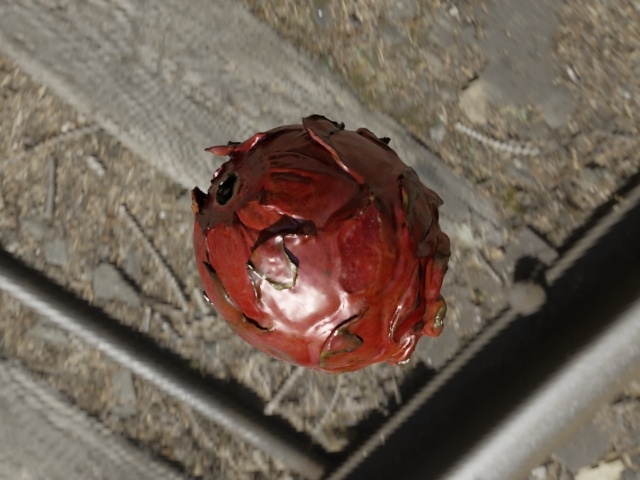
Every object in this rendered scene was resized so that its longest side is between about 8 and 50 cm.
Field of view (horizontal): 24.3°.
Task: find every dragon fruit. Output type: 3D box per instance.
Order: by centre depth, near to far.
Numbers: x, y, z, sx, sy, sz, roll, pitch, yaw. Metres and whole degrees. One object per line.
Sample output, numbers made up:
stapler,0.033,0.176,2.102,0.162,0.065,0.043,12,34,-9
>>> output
dragon fruit,0.005,0.009,1.356,0.252,0.241,0.241,4,117,-32
